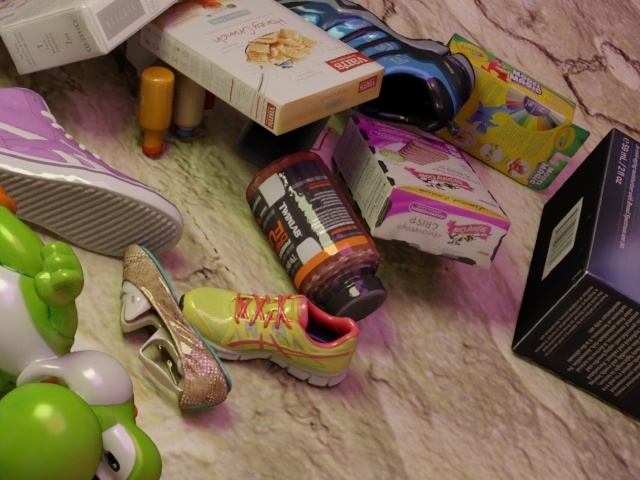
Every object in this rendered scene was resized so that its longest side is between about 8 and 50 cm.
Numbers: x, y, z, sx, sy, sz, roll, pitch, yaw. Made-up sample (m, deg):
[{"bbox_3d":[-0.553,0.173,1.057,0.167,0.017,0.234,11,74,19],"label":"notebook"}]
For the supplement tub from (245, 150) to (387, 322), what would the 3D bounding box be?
[{"bbox_3d":[0.000,0.000,1.766,0.106,0.106,0.198,-11,60,-38],"label":"supplement tub"}]

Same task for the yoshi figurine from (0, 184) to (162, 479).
[{"bbox_3d":[-0.295,0.107,1.444,0.203,0.203,0.362,-33,76,-28],"label":"yoshi figurine"}]

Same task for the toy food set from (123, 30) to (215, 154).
[{"bbox_3d":[-0.183,-0.204,1.865,0.111,0.104,0.232,0,34,-15],"label":"toy food set"}]

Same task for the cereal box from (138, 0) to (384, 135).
[{"bbox_3d":[-0.069,-0.215,1.772,0.240,0.047,0.173,34,40,30],"label":"cereal box"}]

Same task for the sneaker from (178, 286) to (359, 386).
[{"bbox_3d":[-0.051,0.086,1.668,0.208,0.094,0.081,17,47,-17],"label":"sneaker"}]

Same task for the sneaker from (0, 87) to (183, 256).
[{"bbox_3d":[-0.277,-0.090,1.681,0.282,0.102,0.161,21,42,-15],"label":"sneaker"}]

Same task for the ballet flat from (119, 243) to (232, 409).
[{"bbox_3d":[-0.171,0.092,1.610,0.067,0.073,0.206,-24,64,-27],"label":"ballet flat"}]

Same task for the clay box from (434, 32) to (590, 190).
[{"bbox_3d":[0.240,-0.168,2.048,0.222,0.127,0.053,29,40,-8],"label":"clay box"}]

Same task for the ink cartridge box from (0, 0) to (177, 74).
[{"bbox_3d":[-0.277,-0.287,1.801,0.296,0.261,0.066,-48,123,-47],"label":"ink cartridge box"}]

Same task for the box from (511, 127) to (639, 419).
[{"bbox_3d":[0.430,0.061,1.927,0.294,0.182,0.296,29,43,-8],"label":"box"}]

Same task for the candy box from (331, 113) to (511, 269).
[{"bbox_3d":[0.118,-0.063,1.859,0.159,0.071,0.233,16,22,-20],"label":"candy box"}]

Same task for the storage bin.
[{"bbox_3d":[-0.032,-0.160,1.877,0.098,0.135,0.091,27,34,-9],"label":"storage bin"}]

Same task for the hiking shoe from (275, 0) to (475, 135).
[{"bbox_3d":[0.046,-0.227,1.947,0.304,0.113,0.132,16,34,7],"label":"hiking shoe"}]
